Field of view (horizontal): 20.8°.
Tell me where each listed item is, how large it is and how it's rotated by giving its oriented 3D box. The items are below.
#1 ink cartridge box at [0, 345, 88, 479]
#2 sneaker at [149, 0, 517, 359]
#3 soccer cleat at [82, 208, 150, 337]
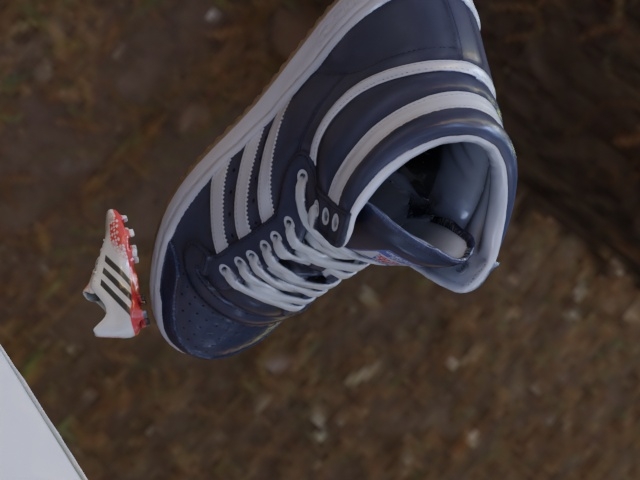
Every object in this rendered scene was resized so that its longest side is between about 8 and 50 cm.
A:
[{"bbox_3d":[-0.243,0.153,0.683,0.198,0.197,0.270,-10,144,-46],"label":"ink cartridge box"},{"bbox_3d":[0.000,0.000,0.918,0.099,0.153,0.282,17,126,-30],"label":"sneaker"},{"bbox_3d":[-0.123,0.019,1.019,0.035,0.083,0.029,-10,155,-6],"label":"soccer cleat"}]
